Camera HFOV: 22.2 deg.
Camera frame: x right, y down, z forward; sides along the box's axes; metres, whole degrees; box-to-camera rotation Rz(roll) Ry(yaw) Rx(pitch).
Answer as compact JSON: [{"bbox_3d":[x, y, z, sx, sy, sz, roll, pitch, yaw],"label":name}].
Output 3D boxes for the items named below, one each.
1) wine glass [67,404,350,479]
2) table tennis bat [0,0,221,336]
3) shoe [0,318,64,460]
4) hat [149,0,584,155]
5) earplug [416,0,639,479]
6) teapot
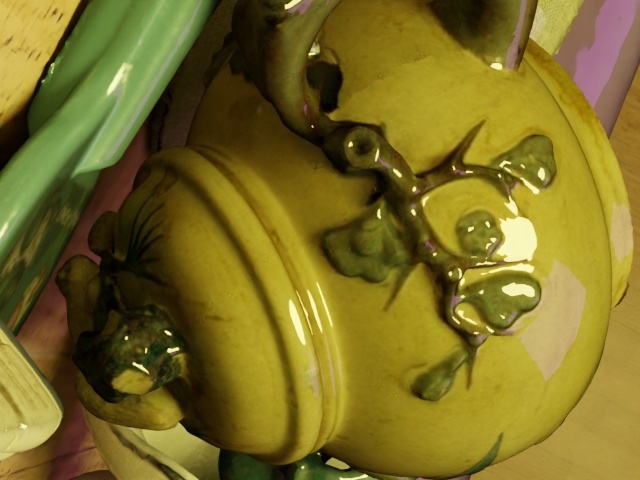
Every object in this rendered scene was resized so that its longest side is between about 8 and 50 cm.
[{"bbox_3d":[-0.066,0.116,0.797,0.196,0.165,0.165,-54,-178,42],"label":"wine glass"},{"bbox_3d":[-0.081,-0.016,0.478,0.201,0.033,0.124,-58,-178,5],"label":"table tennis bat"},{"bbox_3d":[-0.115,0.052,0.358,0.071,0.064,0.143,-43,177,20],"label":"shoe"},{"bbox_3d":[0.044,-0.110,0.695,0.257,0.130,0.257,-60,176,-8],"label":"hat"},{"bbox_3d":[0.074,-0.057,1.001,0.215,0.215,0.456,-37,152,-80],"label":"earplug"},{"bbox_3d":[0.000,0.000,0.541,0.182,0.173,0.269,-24,145,-23],"label":"teapot"}]
